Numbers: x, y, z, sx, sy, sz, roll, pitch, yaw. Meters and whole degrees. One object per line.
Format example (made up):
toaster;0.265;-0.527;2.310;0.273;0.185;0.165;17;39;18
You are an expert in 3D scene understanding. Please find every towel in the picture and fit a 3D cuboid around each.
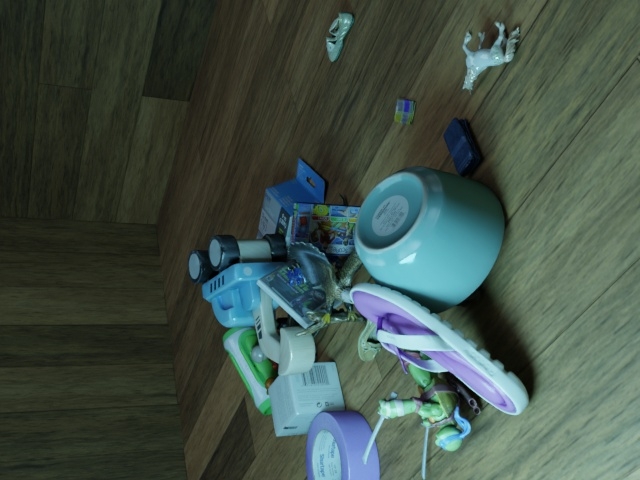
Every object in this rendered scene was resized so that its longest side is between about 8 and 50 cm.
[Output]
towel;0.204;-0.314;1.766;0.083;0.010;0.060;-144;60;-62
towel;0.297;-0.196;1.521;0.067;0.029;0.119;122;142;-47

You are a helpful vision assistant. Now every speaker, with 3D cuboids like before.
speaker;-0.212;0.423;2.398;0.296;0.131;0.131;57;141;25

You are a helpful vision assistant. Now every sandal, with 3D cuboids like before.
sandal;0.196;0.208;1.378;0.416;0.102;0.169;30;156;34

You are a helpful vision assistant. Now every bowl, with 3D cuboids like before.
bowl;0.188;-0.023;1.436;0.312;0.163;0.311;-29;45;33

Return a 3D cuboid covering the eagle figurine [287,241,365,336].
eagle figurine;0.049;0.090;1.840;0.225;0.226;0.298;14;123;27

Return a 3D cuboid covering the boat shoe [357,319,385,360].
boat shoe;0.135;0.240;1.812;0.048;0.056;0.152;-128;53;-62

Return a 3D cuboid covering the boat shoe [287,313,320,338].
boat shoe;-0.039;0.163;2.165;0.104;0.111;0.307;-166;90;-70

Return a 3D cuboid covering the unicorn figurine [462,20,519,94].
unicorn figurine;0.323;-0.365;1.440;0.162;0.060;0.111;174;98;-66

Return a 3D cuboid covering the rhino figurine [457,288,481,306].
rhino figurine;0.234;0.064;1.539;0.243;0.106;0.073;-123;42;-52

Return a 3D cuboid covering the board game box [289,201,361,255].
board game box;0.022;-0.028;1.911;0.035;0.201;0.136;-156;71;-65

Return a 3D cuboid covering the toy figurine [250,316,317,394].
toy figurine;-0.120;0.353;2.257;0.209;0.148;0.213;-115;36;-46

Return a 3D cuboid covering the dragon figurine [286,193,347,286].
dragon figurine;0.000;0.000;1.998;0.085;0.144;0.289;16;89;51

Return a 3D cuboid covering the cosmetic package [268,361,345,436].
cosmetic package;-0.043;0.453;2.069;0.183;0.151;0.151;122;142;-50

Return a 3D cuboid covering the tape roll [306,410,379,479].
tape roll;0.054;0.591;1.915;0.275;0.090;0.274;-178;90;-67

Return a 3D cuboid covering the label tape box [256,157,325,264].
label tape box;-0.102;-0.065;2.305;0.249;0.115;0.347;-132;48;-57

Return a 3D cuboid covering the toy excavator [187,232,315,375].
toy excavator;-0.181;0.192;2.110;0.433;0.223;0.444;-30;67;52

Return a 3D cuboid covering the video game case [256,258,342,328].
video game case;-0.056;0.143;2.011;0.190;0.173;0.022;41;128;17

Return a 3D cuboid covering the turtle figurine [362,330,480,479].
turtle figurine;0.184;0.331;1.520;0.274;0.198;0.266;126;145;-46

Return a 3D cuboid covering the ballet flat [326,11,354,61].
ballet flat;0.043;-0.595;2.106;0.168;0.053;0.057;118;146;-44
